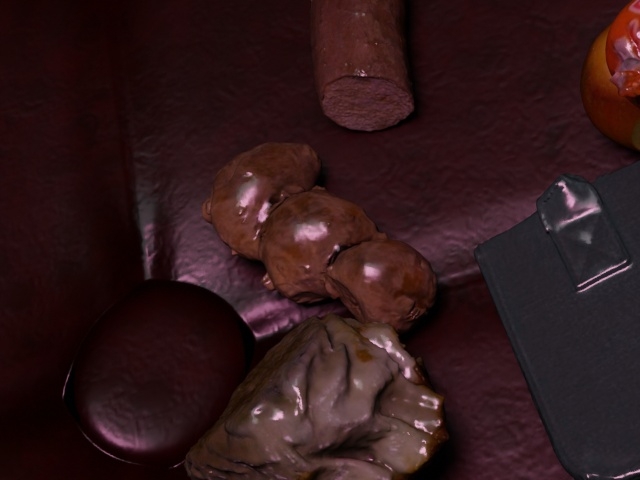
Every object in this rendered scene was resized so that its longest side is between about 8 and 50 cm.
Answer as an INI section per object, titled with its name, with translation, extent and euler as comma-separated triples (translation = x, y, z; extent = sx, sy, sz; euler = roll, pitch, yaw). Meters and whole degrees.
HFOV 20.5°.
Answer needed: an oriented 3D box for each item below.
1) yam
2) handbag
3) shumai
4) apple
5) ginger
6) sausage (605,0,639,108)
[yam]
translation = 0.031, -0.157, 1.372
extent = 0.084, 0.084, 0.127
euler = -10, 59, 15
[handbag]
translation = 0.280, 0.024, 1.169
extent = 0.326, 0.089, 0.238
euler = -29, 54, 12
[shumai]
translation = 0.004, 0.141, 1.225
extent = 0.142, 0.184, 0.184
euler = 42, 82, -1
[apple]
translation = 0.241, -0.120, 1.261
extent = 0.114, 0.102, 0.099
euler = -13, 61, 19
[ginger]
translation = 0.000, 0.000, 1.302
extent = 0.104, 0.080, 0.204
euler = -42, 56, -11
[sausage]
translation = 0.283, -0.154, 1.172
extent = 0.093, 0.093, 0.312
euler = 31, 41, 30
